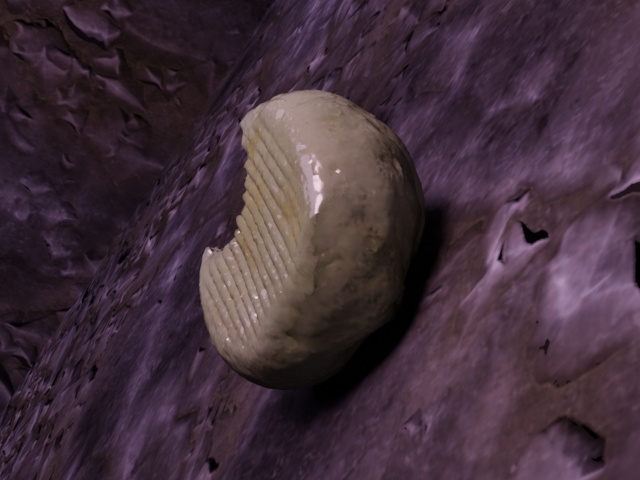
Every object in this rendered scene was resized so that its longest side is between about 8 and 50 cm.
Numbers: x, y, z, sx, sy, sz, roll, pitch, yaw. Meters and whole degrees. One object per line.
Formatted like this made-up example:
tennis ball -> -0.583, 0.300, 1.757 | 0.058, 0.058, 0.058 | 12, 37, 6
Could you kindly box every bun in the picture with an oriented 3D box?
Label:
bun -> 0.000, 0.000, 0.993 | 0.212, 0.126, 0.204 | -50, 40, 45
